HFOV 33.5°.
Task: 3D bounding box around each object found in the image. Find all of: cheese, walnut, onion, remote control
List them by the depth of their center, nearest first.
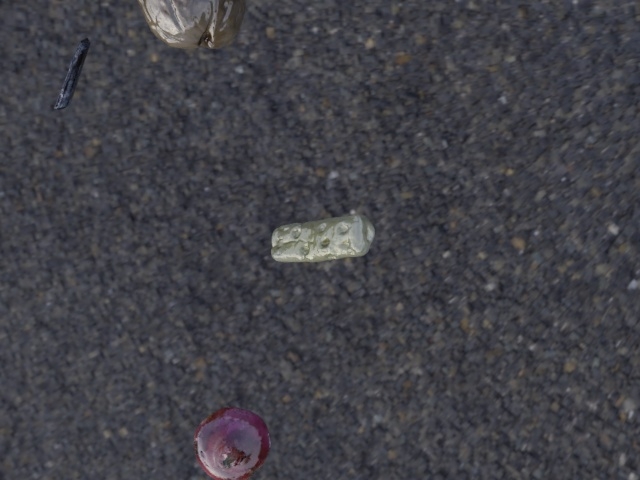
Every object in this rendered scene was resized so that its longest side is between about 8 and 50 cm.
[{"bbox_3d":[-0.310,-0.208,1.338,0.014,0.039,0.096,24,110,-5],"label":"remote control"},{"bbox_3d":[0.000,0.000,1.581,0.194,0.043,0.065,-5,66,45],"label":"cheese"},{"bbox_3d":[-0.213,-0.421,1.718,0.178,0.178,0.231,-11,85,29],"label":"walnut"},{"bbox_3d":[-0.171,0.393,2.008,0.150,0.140,0.150,0,92,4],"label":"onion"}]
